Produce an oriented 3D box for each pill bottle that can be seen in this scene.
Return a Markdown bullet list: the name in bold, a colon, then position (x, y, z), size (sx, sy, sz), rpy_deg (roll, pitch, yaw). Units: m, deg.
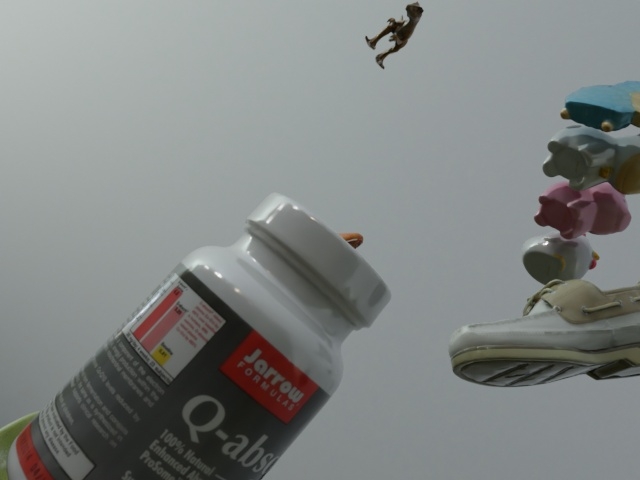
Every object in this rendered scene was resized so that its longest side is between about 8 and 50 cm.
- **pill bottle**: position (-0.109, 0.138, 0.645), size (0.210, 0.363, 0.210), rpy_deg (40, -9, 7)

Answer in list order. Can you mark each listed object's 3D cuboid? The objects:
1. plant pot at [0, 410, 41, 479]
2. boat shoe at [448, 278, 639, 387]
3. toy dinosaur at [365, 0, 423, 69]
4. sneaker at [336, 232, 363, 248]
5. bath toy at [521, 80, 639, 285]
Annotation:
- **plant pot**: position (-0.364, 0.431, 0.828), size (0.353, 0.366, 0.366), rpy_deg (52, -36, 5)
- **boat shoe**: position (0.272, 0.101, 0.715), size (0.113, 0.302, 0.103), rpy_deg (131, -44, -56)
- **toy dinosaur**: position (0.135, -0.355, 1.104), size (0.064, 0.112, 0.211), rpy_deg (54, 1, -10)
- **sneaker**: position (0.000, 0.000, 1.245), size (0.175, 0.064, 0.067), rpy_deg (-9, -109, 23)
- **bath toy**: position (0.415, -0.069, 0.974), size (0.151, 0.129, 0.348), rpy_deg (36, -37, 31)
